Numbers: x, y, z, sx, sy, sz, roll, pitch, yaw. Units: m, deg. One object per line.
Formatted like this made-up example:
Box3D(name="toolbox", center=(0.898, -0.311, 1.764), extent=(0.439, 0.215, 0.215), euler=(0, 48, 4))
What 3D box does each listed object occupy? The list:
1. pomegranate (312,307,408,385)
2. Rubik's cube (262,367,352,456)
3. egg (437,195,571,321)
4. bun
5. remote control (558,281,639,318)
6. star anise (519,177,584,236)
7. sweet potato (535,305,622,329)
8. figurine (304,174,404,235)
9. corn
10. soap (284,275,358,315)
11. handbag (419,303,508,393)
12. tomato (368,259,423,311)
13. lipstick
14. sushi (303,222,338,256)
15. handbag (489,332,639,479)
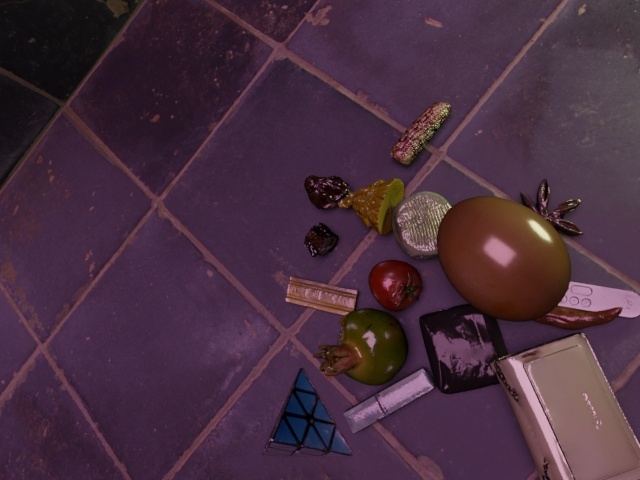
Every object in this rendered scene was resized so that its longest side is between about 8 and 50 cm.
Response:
Box3D(name="pomegranate", center=(0.120, 0.320, 1.351), extent=(0.235, 0.301, 0.236), euler=(6, 99, 40))
Box3D(name="Rubik's cube", center=(-0.074, 0.585, 1.442), extent=(0.228, 0.233, 0.228), euler=(-25, 22, -23))
Box3D(name="egg", center=(0.488, 0.046, 1.250), extent=(0.374, 0.301, 0.301), euler=(42, 95, 1))
Box3D(name="bun", center=(0.328, -0.040, 1.453), extent=(0.221, 0.108, 0.221), euler=(-3, 74, 10))
Box3D(name="remote control", center=(0.767, 0.163, 1.295), extent=(0.244, 0.022, 0.077), euler=(9, 83, 22))
Box3D(name="star anise", center=(0.650, -0.071, 1.356), extent=(0.236, 0.093, 0.229), euler=(11, 88, 25))
Box3D(name="sweet potato", center=(0.692, 0.212, 1.287), extent=(0.255, 0.058, 0.078), euler=(-2, 122, 29))
Box3D(name="figurine", center=(0.099, -0.140, 1.551), extent=(0.315, 0.168, 0.188), euler=(15, 95, 31))
Box3D(name="corn", center=(0.332, -0.361, 1.532), extent=(0.086, 0.086, 0.253), euler=(41, 94, 22))
Box3D(name="soap", center=(0.003, 0.189, 1.557), extent=(0.251, 0.037, 0.092), euler=(11, 83, 21))
Box3D(name="handbag", center=(0.423, 0.315, 1.355), extent=(0.223, 0.080, 0.247), euler=(-17, 74, 15))
Box3D(name="tomato", center=(0.224, 0.137, 1.433), extent=(0.167, 0.167, 0.167), euler=(-4, 77, 19))
Box3D(name="lipstick", center=(0.212, 0.482, 1.396), extent=(0.289, 0.077, 0.076), euler=(-32, 69, 10))
Box3D(name="sushi", center=(0.001, -0.001, 1.570), extent=(0.084, 0.094, 0.098), euler=(46, 112, 26))
Box3D(name="handbag", center=(0.626, 0.449, 1.194), extent=(0.236, 0.160, 0.359), euler=(-16, 72, -7))
